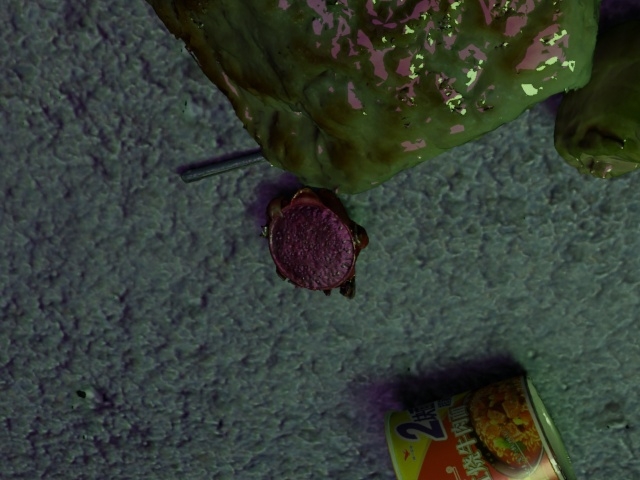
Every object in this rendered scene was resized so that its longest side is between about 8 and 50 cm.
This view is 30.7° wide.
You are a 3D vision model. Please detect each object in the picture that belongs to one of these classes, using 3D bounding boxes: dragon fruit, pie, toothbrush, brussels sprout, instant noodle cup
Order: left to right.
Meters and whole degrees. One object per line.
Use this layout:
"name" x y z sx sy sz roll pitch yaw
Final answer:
"toothbrush" -0.052 -0.097 1.269 0.219 0.016 0.019 -14 116 17
"dragon fruit" -0.003 -0.005 1.293 0.126 0.068 0.112 21 112 10
"pie" 0.016 -0.235 1.011 0.395 0.180 0.418 -38 89 38
"instant noodle cup" 0.196 0.262 1.352 0.174 0.213 0.213 -25 115 12
"brussels sprout" 0.310 -0.137 1.122 0.131 0.145 0.183 11 169 -26
